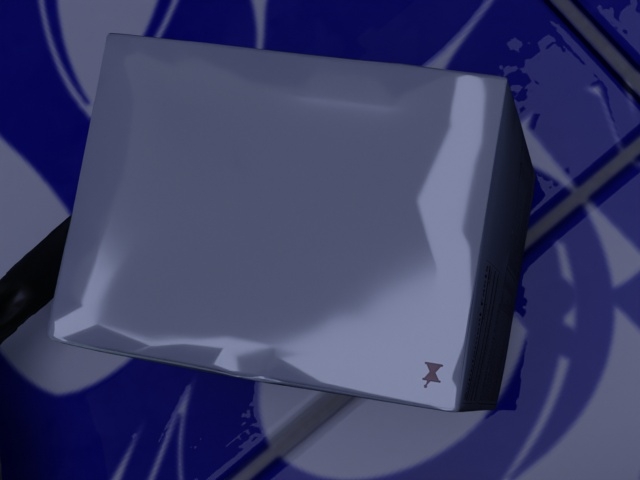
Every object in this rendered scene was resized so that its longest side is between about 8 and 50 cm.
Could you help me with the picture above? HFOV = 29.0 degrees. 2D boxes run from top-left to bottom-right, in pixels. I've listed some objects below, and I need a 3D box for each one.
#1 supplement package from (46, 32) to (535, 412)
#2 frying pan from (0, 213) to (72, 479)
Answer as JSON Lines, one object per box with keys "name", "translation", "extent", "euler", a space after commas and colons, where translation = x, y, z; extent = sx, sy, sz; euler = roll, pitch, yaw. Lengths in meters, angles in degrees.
{"name": "supplement package", "translation": [0.000, 0.000, 0.637], "extent": [0.194, 0.203, 0.149], "euler": [9, 84, 13]}
{"name": "frying pan", "translation": [-0.253, 0.077, 0.687], "extent": [0.197, 0.053, 0.326], "euler": [26, 65, -15]}
